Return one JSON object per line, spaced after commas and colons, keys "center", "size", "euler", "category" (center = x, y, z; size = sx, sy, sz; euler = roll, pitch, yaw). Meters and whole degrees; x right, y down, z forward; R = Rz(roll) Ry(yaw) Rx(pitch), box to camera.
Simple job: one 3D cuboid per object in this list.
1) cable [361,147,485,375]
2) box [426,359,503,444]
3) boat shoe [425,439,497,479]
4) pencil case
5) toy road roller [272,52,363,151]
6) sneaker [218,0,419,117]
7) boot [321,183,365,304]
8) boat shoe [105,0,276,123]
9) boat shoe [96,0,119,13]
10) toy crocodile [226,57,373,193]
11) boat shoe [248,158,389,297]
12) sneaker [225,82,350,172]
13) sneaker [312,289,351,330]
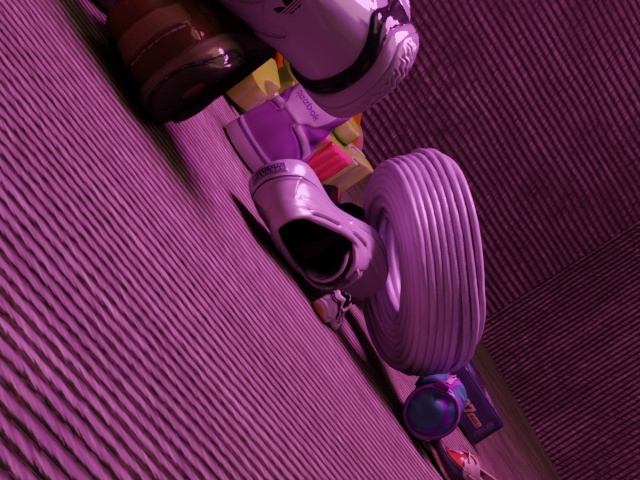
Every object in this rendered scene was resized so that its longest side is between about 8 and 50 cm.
{"center": [0.110, 0.024, 1.813], "size": [0.257, 0.089, 0.257], "euler": [-121, -152, -62], "category": "cable"}
{"center": [0.186, 0.179, 2.413], "size": [0.183, 0.059, 0.232], "euler": [54, 6, -17], "category": "box"}
{"center": [0.164, 0.261, 1.832], "size": [0.137, 0.043, 0.049], "euler": [51, 10, -40], "category": "boat shoe"}
{"center": [0.129, 0.185, 1.806], "size": [0.064, 0.070, 0.152], "euler": [29, 4, 6], "category": "pencil case"}
{"center": [-0.053, -0.274, 2.465], "size": [0.202, 0.241, 0.329], "euler": [-109, -158, -66], "category": "toy road roller"}
{"center": [-0.024, -0.275, 1.532], "size": [0.210, 0.137, 0.366], "euler": [45, 16, -27], "category": "sneaker"}
{"center": [0.000, 0.000, 1.883], "size": [0.219, 0.082, 0.106], "euler": [-137, -143, -68], "category": "boot"}
{"center": [-0.124, -0.189, 1.497], "size": [0.120, 0.122, 0.324], "euler": [53, 5, -3], "category": "boat shoe"}
{"center": [-0.171, -0.313, 1.617], "size": [0.187, 0.156, 0.500], "euler": [56, 4, 11], "category": "boat shoe"}
{"center": [-0.025, -0.157, 2.216], "size": [0.340, 0.115, 0.105], "euler": [47, 17, -51], "category": "toy crocodile"}
{"center": [0.003, 0.013, 1.679], "size": [0.258, 0.095, 0.084], "euler": [40, 27, -51], "category": "boat shoe"}
{"center": [-0.014, -0.141, 1.975], "size": [0.102, 0.161, 0.282], "euler": [55, 4, -1], "category": "sneaker"}
{"center": [0.019, 0.071, 1.679], "size": [0.032, 0.037, 0.083], "euler": [56, 4, 12], "category": "sneaker"}
